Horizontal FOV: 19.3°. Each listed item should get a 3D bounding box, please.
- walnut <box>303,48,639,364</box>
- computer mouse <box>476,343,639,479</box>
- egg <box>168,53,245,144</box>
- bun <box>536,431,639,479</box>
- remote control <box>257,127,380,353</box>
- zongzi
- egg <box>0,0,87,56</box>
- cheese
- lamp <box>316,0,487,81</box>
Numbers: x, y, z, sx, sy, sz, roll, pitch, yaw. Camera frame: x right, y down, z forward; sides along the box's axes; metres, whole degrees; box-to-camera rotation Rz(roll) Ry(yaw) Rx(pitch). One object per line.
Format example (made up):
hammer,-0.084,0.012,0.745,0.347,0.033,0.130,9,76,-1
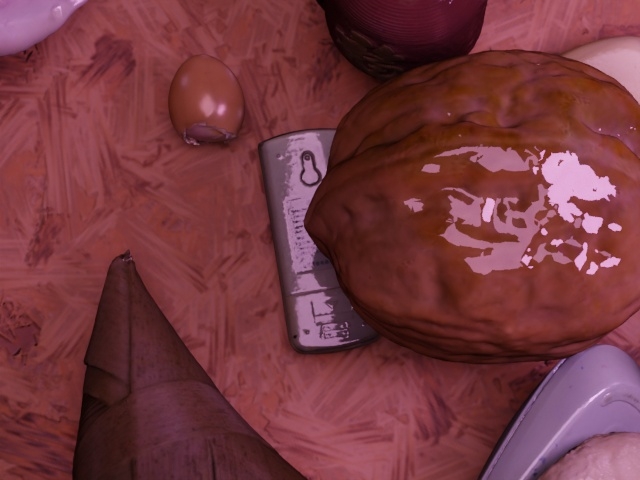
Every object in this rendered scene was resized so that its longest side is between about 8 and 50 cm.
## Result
walnut,0.155,-0.029,1.814,0.344,0.306,0.306,-8,79,2
computer mouse,0.220,0.230,1.861,0.288,0.159,0.097,-53,43,-3
egg,-0.117,-0.145,1.944,0.080,0.080,0.096,1,72,-1
bun,0.302,0.311,1.792,0.259,0.259,0.160,-50,44,-9
remote control,0.000,0.000,1.940,0.098,0.038,0.233,-9,79,-4
zongzi,-0.001,0.253,1.812,0.500,0.218,0.467,9,72,-3
egg,-0.390,-0.398,1.861,0.340,0.354,0.354,29,79,21
cheese,0.233,-0.133,1.966,0.255,0.050,0.127,-13,81,-2
lamp,0.080,-0.257,1.880,0.180,0.258,0.180,0,73,2
